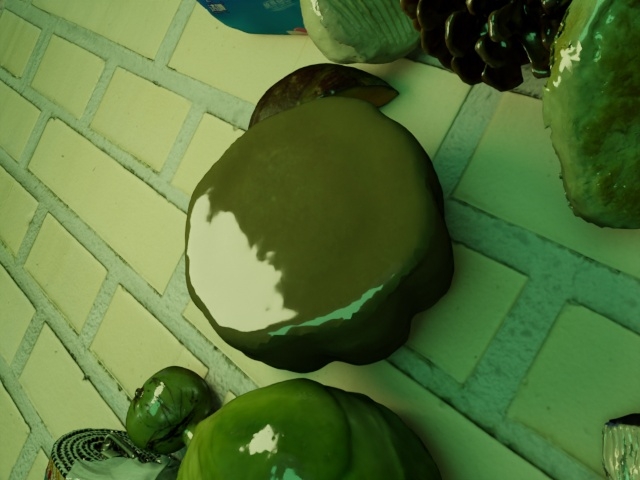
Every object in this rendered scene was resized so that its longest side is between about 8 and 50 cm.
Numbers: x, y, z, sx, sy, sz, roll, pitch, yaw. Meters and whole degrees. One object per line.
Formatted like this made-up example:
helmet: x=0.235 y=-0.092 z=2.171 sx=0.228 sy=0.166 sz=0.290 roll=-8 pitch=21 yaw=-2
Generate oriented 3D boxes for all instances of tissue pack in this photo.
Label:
tissue pack: x=-0.093 y=-0.463 z=0.927 sx=0.269 sy=0.209 sz=0.137 roll=19 pitch=87 yaw=35

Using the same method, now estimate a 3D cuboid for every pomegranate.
pomegranate: x=-0.249 y=0.319 z=0.904 sx=0.191 sy=0.131 sz=0.152 roll=42 pitch=100 yaw=25

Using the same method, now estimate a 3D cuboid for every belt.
belt: x=-0.378 y=0.436 z=0.914 sx=0.257 sy=0.207 sz=0.150 roll=11 pitch=88 yaw=42

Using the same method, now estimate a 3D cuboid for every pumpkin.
pumpkin: x=-0.045 y=-0.241 z=0.889 sx=0.312 sy=0.148 sz=0.169 roll=-31 pitch=68 yaw=20

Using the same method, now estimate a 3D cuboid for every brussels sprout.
brussels sprout: x=-0.011 y=0.333 z=0.666 sx=0.371 sy=0.275 sz=0.315 roll=27 pitch=107 yaw=42

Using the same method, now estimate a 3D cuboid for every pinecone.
pinecone: x=0.239 y=-0.307 z=0.645 sx=0.244 sy=0.244 sz=0.309 roll=-37 pitch=40 yaw=21

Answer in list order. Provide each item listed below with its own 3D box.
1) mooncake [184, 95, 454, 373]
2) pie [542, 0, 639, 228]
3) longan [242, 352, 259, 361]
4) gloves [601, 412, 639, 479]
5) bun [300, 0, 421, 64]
mooncake: x=0.000 y=0.000 z=0.727 sx=0.378 sy=0.201 sz=0.379 roll=-13 pitch=59 yaw=22
pie: x=0.377 y=-0.183 z=0.523 sx=0.371 sy=0.296 sz=0.078 roll=-51 pitch=25 yaw=13
longan: x=-0.091 y=0.158 z=0.849 sx=0.106 sy=0.106 sz=0.119 roll=-40 pitch=67 yaw=20
gloves: x=0.328 y=0.333 z=0.508 sx=0.210 sy=0.135 sz=0.313 roll=2 pitch=79 yaw=48
bun: x=0.070 y=-0.395 z=0.806 sx=0.141 sy=0.239 sz=0.239 roll=31 pitch=97 yaw=60
